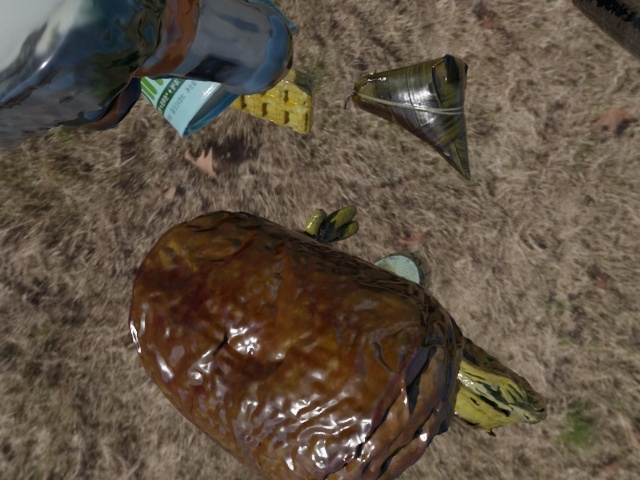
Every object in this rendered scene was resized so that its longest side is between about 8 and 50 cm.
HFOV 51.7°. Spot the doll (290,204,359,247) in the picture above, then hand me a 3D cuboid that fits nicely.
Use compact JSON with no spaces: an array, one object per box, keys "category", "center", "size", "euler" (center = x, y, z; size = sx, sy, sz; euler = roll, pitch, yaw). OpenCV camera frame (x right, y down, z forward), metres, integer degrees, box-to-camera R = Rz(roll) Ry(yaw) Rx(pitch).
[{"category":"doll","center":[0.000,0.000,1.444],"size":[0.209,0.097,0.137],"euler":[-29,150,-11]}]

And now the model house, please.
[{"category":"model house","center":[-0.138,-0.153,0.484],"size":[0.271,0.300,0.190],"euler":[-9,87,33]}]

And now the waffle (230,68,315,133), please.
[{"category":"waffle","center":[-0.136,-0.360,1.572],"size":[0.274,0.168,0.057],"euler":[21,63,10]}]

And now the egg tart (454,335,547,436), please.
[{"category":"egg tart","center":[0.240,0.224,1.040],"size":[0.241,0.241,0.106],"euler":[29,98,-12]}]

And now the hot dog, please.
[{"category":"hot dog","center":[-0.029,0.108,0.716],"size":[0.267,0.387,0.174],"euler":[-52,146,-20]}]

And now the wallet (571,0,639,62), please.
[{"category":"wallet","center":[0.454,-0.232,0.789],"size":[0.228,0.406,0.062],"euler":[15,121,-2]}]

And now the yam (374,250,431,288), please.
[{"category":"yam","center":[0.221,0.101,1.775],"size":[0.153,0.254,0.154],"euler":[2,94,22]}]

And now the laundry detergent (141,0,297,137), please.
[{"category":"laundry detergent","center":[-0.245,-0.386,1.150],"size":[0.287,0.287,0.305],"euler":[-44,97,4]}]

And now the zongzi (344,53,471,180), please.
[{"category":"zongzi","center":[0.135,-0.175,1.008],"size":[0.187,0.084,0.184],"euler":[-3,98,33]}]
